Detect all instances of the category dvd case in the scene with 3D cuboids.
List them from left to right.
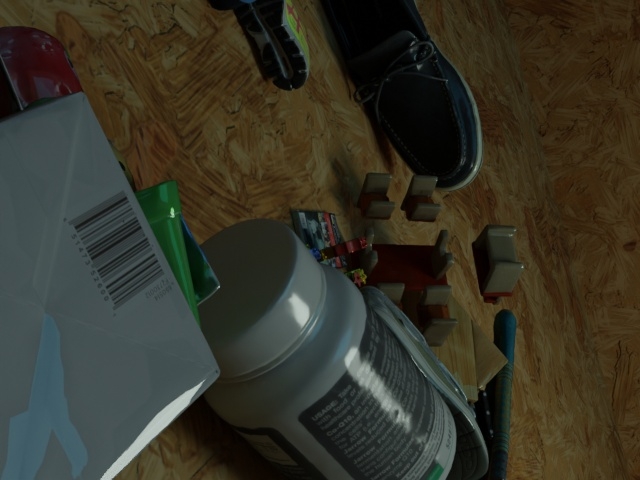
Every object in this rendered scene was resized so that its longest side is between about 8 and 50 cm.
[{"bbox_3d":[0.000,0.000,1.364,0.119,0.013,0.087,0,74,-64],"label":"dvd case"}]

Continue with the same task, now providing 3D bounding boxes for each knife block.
[{"bbox_3d":[0.170,0.217,1.464,0.242,0.088,0.276,-33,79,-39],"label":"knife block"}]

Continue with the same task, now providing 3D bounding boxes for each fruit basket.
[{"bbox_3d":[-0.203,-0.065,0.720,0.327,0.165,0.353,149,-77,-76],"label":"fruit basket"}]

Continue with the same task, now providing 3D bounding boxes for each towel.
[{"bbox_3d":[0.292,0.332,1.582,0.370,0.040,0.272,-72,167,-49],"label":"towel"}]

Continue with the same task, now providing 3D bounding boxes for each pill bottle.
[{"bbox_3d":[-0.007,0.155,1.038,0.361,0.204,0.204,53,32,-37],"label":"pill bottle"}]

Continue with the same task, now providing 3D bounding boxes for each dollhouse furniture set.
[{"bbox_3d":[0.176,0.043,1.466,0.135,0.259,0.262,108,-19,-57],"label":"dollhouse furniture set"}]

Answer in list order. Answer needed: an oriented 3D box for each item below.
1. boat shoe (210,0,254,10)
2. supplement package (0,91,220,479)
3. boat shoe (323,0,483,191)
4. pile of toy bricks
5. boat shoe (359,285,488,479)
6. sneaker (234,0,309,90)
[{"bbox_3d":[-0.141,-0.444,1.281,0.109,0.089,0.258,18,63,-44],"label":"boat shoe"},{"bbox_3d":[-0.240,0.061,0.508,0.175,0.292,0.178,-42,113,-52],"label":"supplement package"},{"bbox_3d":[0.132,-0.313,1.638,0.156,0.186,0.500,-24,91,-59],"label":"boat shoe"},{"bbox_3d":[0.012,0.057,1.229,0.212,0.105,0.118,-19,91,-59],"label":"pile of toy bricks"},{"bbox_3d":[0.138,0.208,1.304,0.320,0.118,0.103,53,28,-14],"label":"boat shoe"},{"bbox_3d":[-0.069,-0.327,1.368,0.094,0.081,0.209,-56,131,-67],"label":"sneaker"}]
